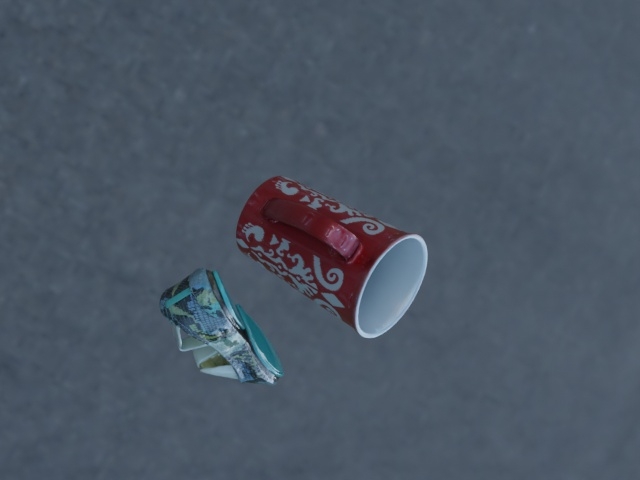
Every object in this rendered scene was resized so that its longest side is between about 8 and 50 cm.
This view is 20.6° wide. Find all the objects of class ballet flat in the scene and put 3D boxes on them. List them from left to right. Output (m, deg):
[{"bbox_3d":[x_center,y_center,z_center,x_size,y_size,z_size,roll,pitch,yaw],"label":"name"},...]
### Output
[{"bbox_3d":[-0.087,0.079,1.479,0.070,0.070,0.188,-57,151,-16],"label":"ballet flat"}]

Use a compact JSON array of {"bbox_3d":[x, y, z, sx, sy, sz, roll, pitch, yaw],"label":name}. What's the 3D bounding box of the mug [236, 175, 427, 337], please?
[{"bbox_3d":[0.007,-0.004,1.752,0.113,0.169,0.150,-39,144,-32],"label":"mug"}]
